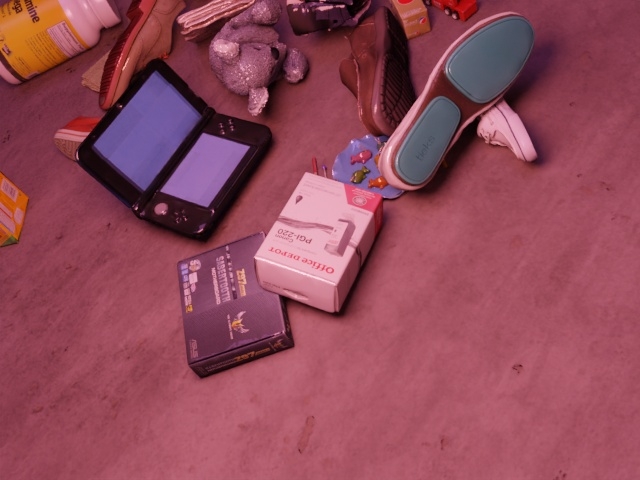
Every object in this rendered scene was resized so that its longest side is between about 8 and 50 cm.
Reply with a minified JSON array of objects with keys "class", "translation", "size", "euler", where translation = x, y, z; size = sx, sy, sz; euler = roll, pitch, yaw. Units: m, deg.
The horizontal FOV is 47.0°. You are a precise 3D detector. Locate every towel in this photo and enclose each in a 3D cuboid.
[{"class":"towel","translation":[-0.231,-0.518,1.710],"size":[0.187,0.049,0.282],"euler":[-23,11,3]},{"class":"towel","translation":[-0.531,-0.435,1.867],"size":[0.110,0.027,0.148],"euler":[29,71,34]}]

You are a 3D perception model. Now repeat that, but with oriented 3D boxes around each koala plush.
[{"class":"koala plush","translation":[-0.151,-0.370,1.555],"size":[0.203,0.196,0.221],"euler":[-22,30,14]}]

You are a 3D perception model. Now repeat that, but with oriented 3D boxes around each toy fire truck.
[{"class":"toy fire truck","translation":[0.282,-0.544,1.576],"size":[0.047,0.135,0.192],"euler":[-41,54,-9]}]

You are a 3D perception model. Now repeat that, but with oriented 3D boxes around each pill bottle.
[{"class":"pill bottle","translation":[-0.700,-0.559,1.912],"size":[0.334,0.188,0.188],"euler":[-27,52,1]}]

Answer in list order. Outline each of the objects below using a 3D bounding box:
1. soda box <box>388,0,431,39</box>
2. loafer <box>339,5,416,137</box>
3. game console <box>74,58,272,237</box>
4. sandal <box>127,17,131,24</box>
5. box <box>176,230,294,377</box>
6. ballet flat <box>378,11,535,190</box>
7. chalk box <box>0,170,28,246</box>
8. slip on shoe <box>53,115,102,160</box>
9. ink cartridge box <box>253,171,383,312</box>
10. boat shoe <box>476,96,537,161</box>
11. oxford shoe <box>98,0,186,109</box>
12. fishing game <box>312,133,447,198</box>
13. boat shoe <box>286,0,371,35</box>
[{"class":"soda box","translation":[0.189,-0.533,1.648],"size":[0.058,0.061,0.181],"euler":[-20,52,6]},{"class":"loafer","translation":[0.110,-0.330,1.512],"size":[0.130,0.134,0.366],"euler":[-23,39,27]},{"class":"game console","translation":[-0.282,-0.189,1.462],"size":[0.250,0.173,0.293],"euler":[18,63,26]},{"class":"sandal","translation":[-0.436,-0.694,1.908],"size":[0.303,0.086,0.120],"euler":[-58,44,22]},{"class":"box","translation":[-0.159,0.112,1.338],"size":[0.183,0.059,0.233],"euler":[-19,53,6]},{"class":"ballet flat","translation":[0.234,-0.260,1.358],"size":[0.139,0.139,0.400],"euler":[32,79,34]},{"class":"chalk box","translation":[-0.789,-0.059,1.640],"size":[0.213,0.132,0.132],"euler":[-13,54,13]},{"class":"slip on shoe","translation":[-0.457,-0.222,1.644],"size":[0.331,0.123,0.101],"euler":[13,59,32]},{"class":"ink cartridge box","translation":[0.000,0.000,1.300],"size":[0.158,0.092,0.218],"euler":[18,57,16]},{"class":"boat shoe","translation":[0.332,-0.210,1.377],"size":[0.075,0.083,0.226],"euler":[-29,39,13]},{"class":"oxford shoe","translation":[-0.429,-0.462,1.794],"size":[0.123,0.130,0.348],"euler":[18,83,57]},{"class":"fishing game","translation":[0.107,-0.150,1.433],"size":[0.264,0.041,0.189],"euler":[-14,51,11]},{"class":"boat shoe","translation":[0.053,-0.568,1.658],"size":[0.158,0.127,0.341],"euler":[2,45,22]}]
